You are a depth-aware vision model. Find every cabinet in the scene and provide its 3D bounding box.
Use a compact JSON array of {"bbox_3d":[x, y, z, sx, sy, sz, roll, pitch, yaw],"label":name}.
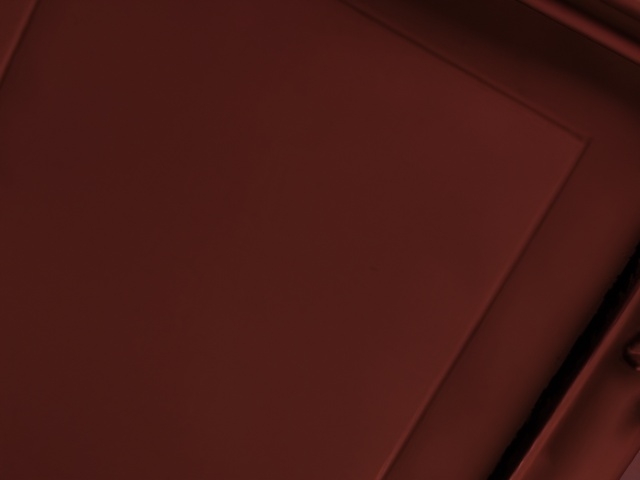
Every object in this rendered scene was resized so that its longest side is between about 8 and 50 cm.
[{"bbox_3d":[0.000,0.000,0.625,0.227,0.318,0.290,28,24,0],"label":"cabinet"}]
